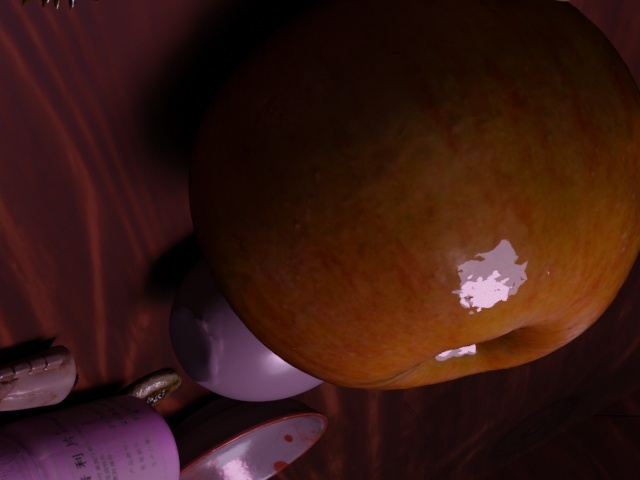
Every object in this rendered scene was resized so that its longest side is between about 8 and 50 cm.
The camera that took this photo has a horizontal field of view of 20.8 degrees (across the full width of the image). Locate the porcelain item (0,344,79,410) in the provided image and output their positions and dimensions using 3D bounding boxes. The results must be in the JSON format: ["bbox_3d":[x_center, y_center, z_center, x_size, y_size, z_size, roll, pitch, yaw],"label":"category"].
[{"bbox_3d":[-0.342,0.149,1.707,0.213,0.054,0.084,-9,148,-46],"label":"porcelain item"}]

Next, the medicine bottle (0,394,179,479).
[{"bbox_3d":[-0.290,0.263,1.904,0.254,0.152,0.152,-12,152,-47],"label":"medicine bottle"}]

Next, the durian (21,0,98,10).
[{"bbox_3d":[-0.132,-0.243,0.867,0.291,0.224,0.291,6,158,2],"label":"durian"}]

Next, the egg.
[{"bbox_3d":[-0.039,0.069,1.780,0.232,0.176,0.176,-21,158,-25],"label":"egg"}]

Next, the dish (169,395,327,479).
[{"bbox_3d":[-0.123,0.260,2.249,0.260,0.085,0.260,-26,160,-10],"label":"dish"}]

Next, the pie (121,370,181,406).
[{"bbox_3d":[-0.199,0.180,2.037,0.084,0.021,0.084,-27,160,-11],"label":"pie"}]

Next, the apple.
[{"bbox_3d":[0.093,-0.040,1.488,0.400,0.333,0.400,-29,159,-12],"label":"apple"}]
